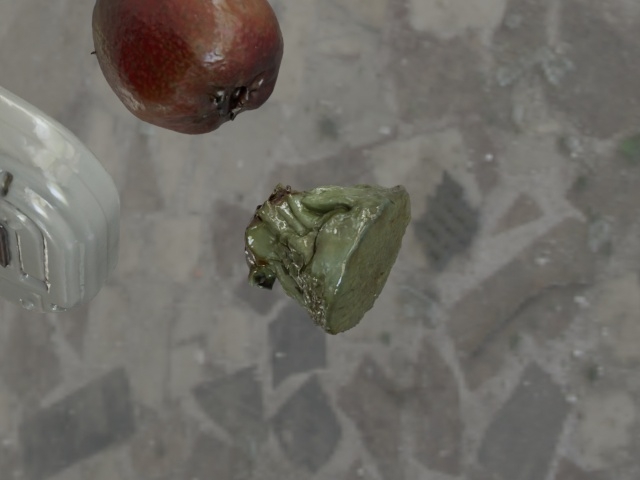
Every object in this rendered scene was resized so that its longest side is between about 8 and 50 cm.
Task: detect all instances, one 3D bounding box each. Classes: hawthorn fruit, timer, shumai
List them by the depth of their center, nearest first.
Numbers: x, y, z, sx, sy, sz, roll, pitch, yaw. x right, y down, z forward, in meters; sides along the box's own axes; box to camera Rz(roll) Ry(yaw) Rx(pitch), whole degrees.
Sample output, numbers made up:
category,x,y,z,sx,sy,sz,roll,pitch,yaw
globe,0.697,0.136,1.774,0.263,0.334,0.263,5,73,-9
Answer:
category,x,y,z,sx,sy,sz,roll,pitch,yaw
shumai,0.000,0.001,0.951,0.087,0.124,0.099,23,108,16
timer,-0.282,-0.049,1.164,0.262,0.087,0.237,30,156,7
hawthorn fruit,-0.123,-0.190,1.305,0.169,0.169,0.188,-44,74,35
